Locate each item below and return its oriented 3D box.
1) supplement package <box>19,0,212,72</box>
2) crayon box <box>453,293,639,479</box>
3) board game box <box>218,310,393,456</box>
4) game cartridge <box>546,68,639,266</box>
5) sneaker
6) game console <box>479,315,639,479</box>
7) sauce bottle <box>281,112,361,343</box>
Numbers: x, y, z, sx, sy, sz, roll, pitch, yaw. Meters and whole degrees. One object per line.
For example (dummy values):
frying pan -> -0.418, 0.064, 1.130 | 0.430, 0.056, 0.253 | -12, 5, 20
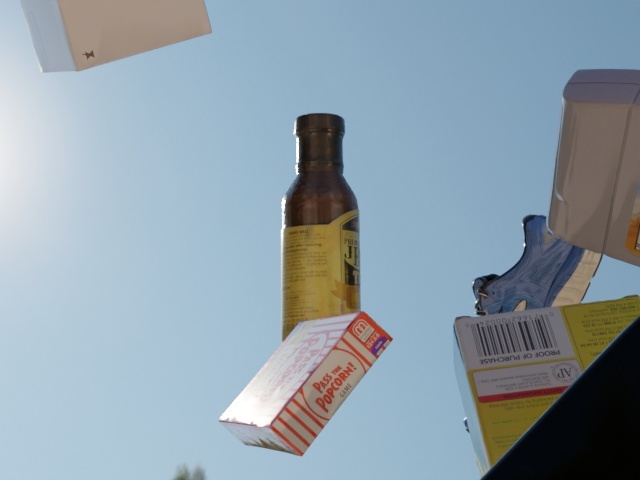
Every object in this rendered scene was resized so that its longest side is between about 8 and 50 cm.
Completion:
supplement package -> -0.308, -0.358, 1.506 | 0.198, 0.262, 0.199 | -20, -74, -21
crayon box -> 0.252, 0.201, 1.017 | 0.202, 0.319, 0.081 | -7, -48, 0
board game box -> -0.019, 0.145, 1.087 | 0.045, 0.147, 0.193 | 43, -19, -10
game cartridge -> 0.336, -0.037, 0.875 | 0.297, 0.062, 0.198 | 20, -32, 22
sneaker -> 0.268, 0.115, 1.480 | 0.147, 0.330, 0.130 | 24, 3, 13
game console -> 0.193, 0.182, 0.337 | 0.361, 0.213, 0.044 | 36, -20, 34
sauce bottle -> 0.000, 0.000, 1.447 | 0.111, 0.345, 0.111 | 0, -7, 0
